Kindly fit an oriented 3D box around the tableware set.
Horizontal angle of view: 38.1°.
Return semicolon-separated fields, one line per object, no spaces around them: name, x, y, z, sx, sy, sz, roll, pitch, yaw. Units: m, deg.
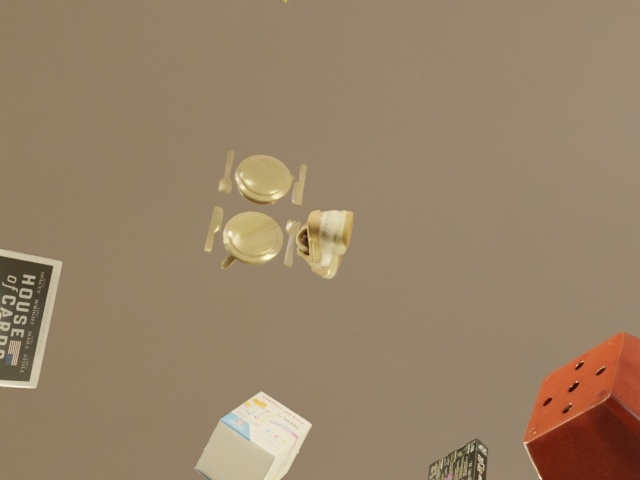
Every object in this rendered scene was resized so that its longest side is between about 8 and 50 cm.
tableware set;-0.093;-0.042;1.372;0.128;0.194;0.039;11;-34;-4

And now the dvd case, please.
dvd case;-0.442;0.093;1.174;0.029;0.238;0.179;7;-96;34

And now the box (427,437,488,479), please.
box;0.135;0.244;0.925;0.018;0.083;0.067;44;-61;-13

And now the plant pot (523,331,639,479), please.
plant pot;0.478;0.310;1.462;0.236;0.267;0.267;44;-52;-5

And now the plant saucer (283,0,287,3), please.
plant saucer;-0.021;-0.404;1.075;0.045;0.188;0.188;14;-16;-14

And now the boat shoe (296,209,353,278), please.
boat shoe;0.000;0.000;1.110;0.059;0.063;0.170;12;-21;-3

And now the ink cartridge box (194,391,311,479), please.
ink cartridge box;-0.086;0.278;1.265;0.092;0.143;0.090;31;-71;14
